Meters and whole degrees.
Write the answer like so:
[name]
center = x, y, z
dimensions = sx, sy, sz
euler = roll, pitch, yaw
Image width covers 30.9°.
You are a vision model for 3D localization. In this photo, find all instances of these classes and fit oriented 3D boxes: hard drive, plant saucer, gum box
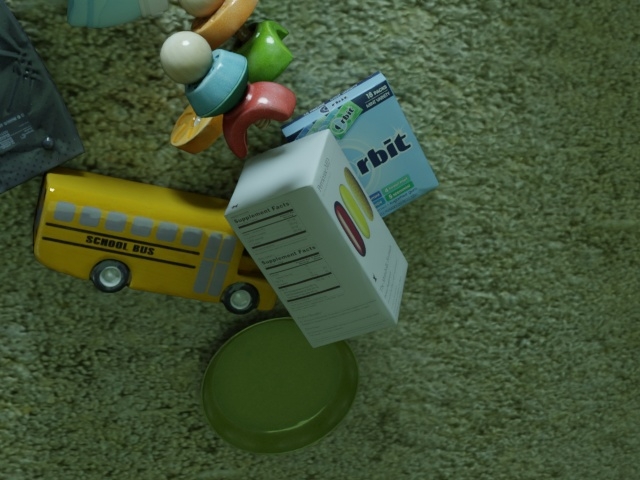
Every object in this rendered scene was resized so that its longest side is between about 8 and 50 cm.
[hard drive]
center = -0.419, -0.187, 1.426
dimensions = 0.172, 0.054, 0.255
euler = -27, 118, -1
[plant saucer]
center = -0.062, 0.211, 1.726
dimensions = 0.241, 0.037, 0.241
euler = -6, 117, -12
[gum box]
center = 0.056, -0.115, 1.594
dimensions = 0.157, 0.041, 0.184
euler = -29, 119, 1

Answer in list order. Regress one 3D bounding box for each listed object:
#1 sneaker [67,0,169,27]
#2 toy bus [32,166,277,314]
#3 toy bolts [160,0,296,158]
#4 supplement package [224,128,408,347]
[sneaker]
center = -0.290, -0.406, 1.309
dimensions = 0.150, 0.135, 0.366
euler = -20, 118, -8
[toy bus]
center = -0.212, 0.001, 1.544
dimensions = 0.332, 0.108, 0.130
euler = 11, 111, -19
[toy bolts]
center = -0.145, -0.203, 1.400
dimensions = 0.218, 0.228, 0.158
euler = -42, 119, 16
[supplement package]
center = 0.000, 0.000, 1.542
dimensions = 0.134, 0.139, 0.244
euler = -18, 122, 24
